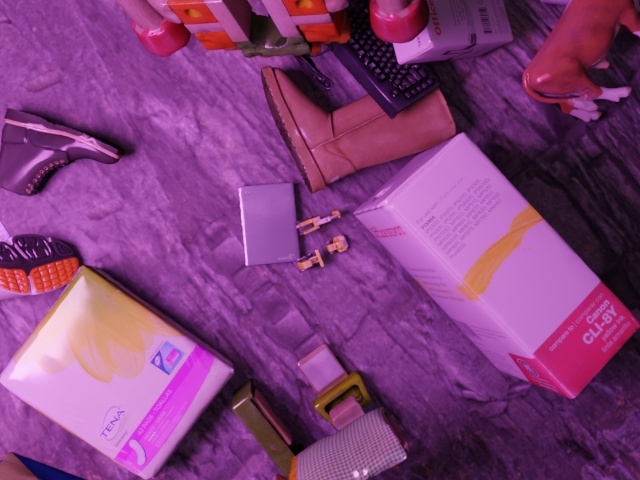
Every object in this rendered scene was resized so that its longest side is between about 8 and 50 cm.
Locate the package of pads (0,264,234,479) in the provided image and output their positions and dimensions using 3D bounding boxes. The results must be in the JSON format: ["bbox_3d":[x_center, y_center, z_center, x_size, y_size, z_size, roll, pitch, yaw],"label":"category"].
[{"bbox_3d":[-0.322,0.212,1.121,0.296,0.101,0.229,37,85,-6],"label":"package of pads"}]

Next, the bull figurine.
[{"bbox_3d":[0.480,-0.359,1.205,0.188,0.101,0.310,32,100,-6],"label":"bull figurine"}]

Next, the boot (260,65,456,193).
[{"bbox_3d":[0.060,-0.227,1.182,0.270,0.089,0.236,-25,95,-9],"label":"boot"}]

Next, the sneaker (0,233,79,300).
[{"bbox_3d":[-0.522,0.059,1.110,0.262,0.121,0.099,-10,81,-29],"label":"sneaker"}]

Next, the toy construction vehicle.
[{"bbox_3d":[0.000,0.000,1.180,0.098,0.035,0.086,-20,96,-21],"label":"toy construction vehicle"}]

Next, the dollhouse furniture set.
[{"bbox_3d":[-0.013,0.268,1.054,0.197,0.301,0.151,-36,96,-3],"label":"dollhouse furniture set"}]

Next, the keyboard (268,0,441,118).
[{"bbox_3d":[0.035,-0.330,1.149,0.201,0.033,0.317,-36,80,-20],"label":"keyboard"}]

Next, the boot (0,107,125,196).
[{"bbox_3d":[-0.427,-0.120,1.134,0.198,0.077,0.137,18,92,7],"label":"boot"}]

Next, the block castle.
[{"bbox_3d":[-0.064,-0.430,1.027,0.453,0.213,0.303,1,77,14],"label":"block castle"}]

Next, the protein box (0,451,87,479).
[{"bbox_3d":[-0.450,0.474,1.087,0.200,0.136,0.201,23,87,-6],"label":"protein box"}]

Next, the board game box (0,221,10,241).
[{"bbox_3d":[-0.593,-0.017,1.128,0.133,0.033,0.168,-33,93,-6],"label":"board game box"}]

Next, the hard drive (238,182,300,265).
[{"bbox_3d":[-0.087,-0.027,1.189,0.094,0.022,0.135,-5,90,-7],"label":"hard drive"}]

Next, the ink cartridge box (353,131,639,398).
[{"bbox_3d":[0.255,0.036,1.097,0.160,0.279,0.384,-45,94,-6],"label":"ink cartridge box"}]

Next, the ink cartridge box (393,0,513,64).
[{"bbox_3d":[0.206,-0.378,1.150,0.203,0.086,0.148,-15,90,-35],"label":"ink cartridge box"}]

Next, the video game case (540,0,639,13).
[{"bbox_3d":[0.498,-0.509,1.259,0.201,0.023,0.183,4,89,-7],"label":"video game case"}]
